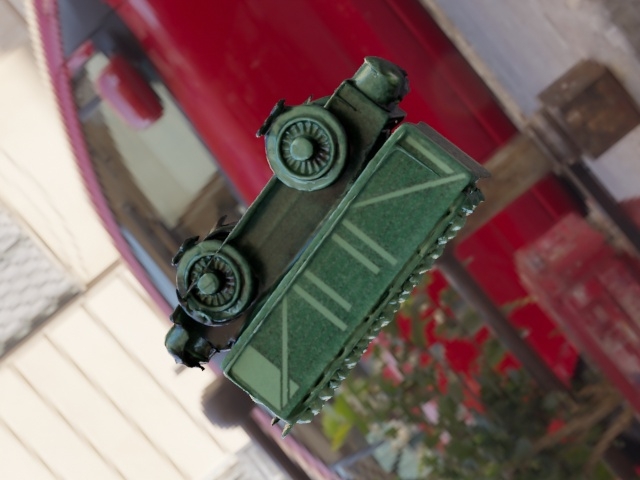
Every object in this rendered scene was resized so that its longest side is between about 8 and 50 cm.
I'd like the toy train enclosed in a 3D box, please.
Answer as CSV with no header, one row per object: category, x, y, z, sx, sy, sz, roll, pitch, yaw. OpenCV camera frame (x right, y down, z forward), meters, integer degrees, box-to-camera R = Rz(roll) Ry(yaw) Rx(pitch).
toy train,0.000,0.000,0.975,0.154,0.269,0.115,37,-168,3
